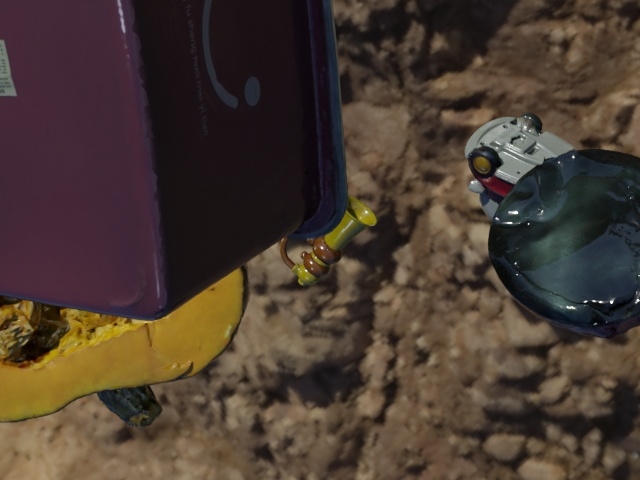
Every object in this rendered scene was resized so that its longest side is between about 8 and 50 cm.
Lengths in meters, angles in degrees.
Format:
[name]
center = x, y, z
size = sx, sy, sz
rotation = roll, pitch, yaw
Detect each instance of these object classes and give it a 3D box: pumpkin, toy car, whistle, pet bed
[pumpkin]
center = -0.222, 0.082, 1.180
size = 0.139, 0.317, 0.221
rotation = -142, 35, -73
[toy car]
center = 0.224, -0.058, 1.302
size = 0.139, 0.112, 0.112
rotation = 32, 135, 25
[whistle]
center = 0.002, 0.002, 1.239
size = 0.109, 0.057, 0.046
rotation = -47, 38, 23
[pet bed]
center = 0.257, -0.002, 1.150
size = 0.201, 0.201, 0.053
rotation = 35, 169, 32

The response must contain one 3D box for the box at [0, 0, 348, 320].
[box]
center = -0.112, -0.108, 0.609
size = 0.193, 0.167, 0.294
rotation = 8, 117, 29
